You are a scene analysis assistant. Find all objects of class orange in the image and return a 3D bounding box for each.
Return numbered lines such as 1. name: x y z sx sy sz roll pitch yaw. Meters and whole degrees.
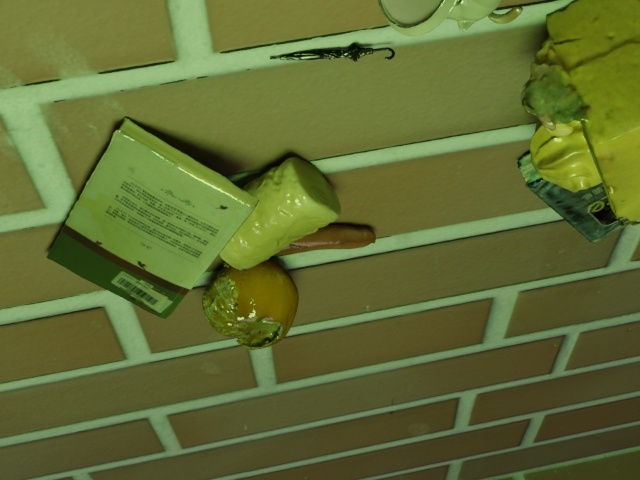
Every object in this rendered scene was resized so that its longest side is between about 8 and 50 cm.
1. orange: -0.107 0.099 1.350 0.157 0.134 0.156 -15 136 -15

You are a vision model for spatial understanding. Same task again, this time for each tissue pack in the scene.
1. tissue pack: 0.424 -0.095 1.307 0.173 0.073 0.236 -31 142 26

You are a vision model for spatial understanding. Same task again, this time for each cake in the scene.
1. cake: 0.387 -0.166 1.060 0.286 0.222 0.227 -23 144 14

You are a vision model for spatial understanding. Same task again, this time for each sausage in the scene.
1. sausage: 0.000 -0.001 1.322 0.177 0.040 0.047 -5 144 -15

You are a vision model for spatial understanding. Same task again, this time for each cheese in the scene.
1. cheese: -0.068 -0.034 1.201 0.167 0.093 0.123 -29 141 20

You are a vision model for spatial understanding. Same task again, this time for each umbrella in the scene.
1. umbrella: 0.014 -0.222 1.032 0.149 0.022 0.022 0 149 -3

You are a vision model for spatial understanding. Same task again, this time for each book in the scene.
1. book: -0.233 -0.014 1.164 0.201 0.026 0.289 31 131 -14

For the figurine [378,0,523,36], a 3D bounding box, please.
1. figurine: 0.155 -0.273 0.927 0.154 0.132 0.132 -1 145 -38
